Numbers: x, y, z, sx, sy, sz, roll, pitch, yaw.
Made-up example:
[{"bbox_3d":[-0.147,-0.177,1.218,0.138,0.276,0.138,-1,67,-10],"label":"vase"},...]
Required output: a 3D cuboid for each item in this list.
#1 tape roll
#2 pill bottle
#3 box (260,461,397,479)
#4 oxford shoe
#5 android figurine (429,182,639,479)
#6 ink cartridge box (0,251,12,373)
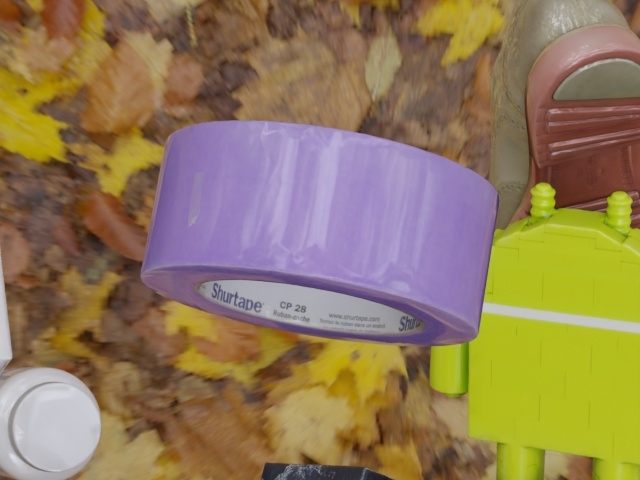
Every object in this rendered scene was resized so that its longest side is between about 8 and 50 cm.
[{"bbox_3d":[0.000,0.000,0.987,0.189,0.189,0.080,8,78,3],"label":"tape roll"},{"bbox_3d":[-0.303,0.197,1.908,0.124,0.221,0.124,1,86,-19],"label":"pill bottle"},{"bbox_3d":[0.005,0.305,1.747,0.093,0.158,0.156,28,69,-35],"label":"box"},{"bbox_3d":[0.212,-0.078,1.569,0.140,0.397,0.146,-9,54,-11],"label":"oxford shoe"},{"bbox_3d":[0.205,0.087,1.456,0.248,0.056,0.273,5,110,21],"label":"android figurine"},{"bbox_3d":[-0.307,-0.016,1.176,0.172,0.100,0.237,1,67,-26],"label":"ink cartridge box"}]
